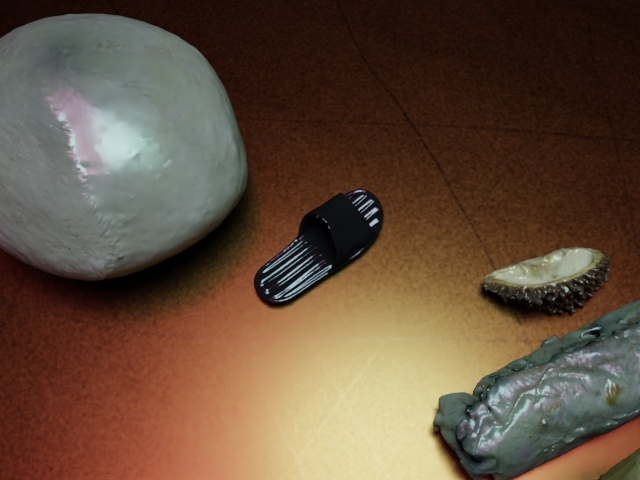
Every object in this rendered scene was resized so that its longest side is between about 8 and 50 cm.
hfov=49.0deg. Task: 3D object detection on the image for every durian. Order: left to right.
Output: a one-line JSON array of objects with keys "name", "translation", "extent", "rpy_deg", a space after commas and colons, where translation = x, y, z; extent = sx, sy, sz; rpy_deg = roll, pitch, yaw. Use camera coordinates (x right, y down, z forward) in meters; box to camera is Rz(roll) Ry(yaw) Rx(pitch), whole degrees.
[{"name": "durian", "translation": [0.219, 0.035, 0.664], "extent": [0.131, 0.052, 0.066], "rpy_deg": [-14, 62, -4]}]

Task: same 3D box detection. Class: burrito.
[{"name": "burrito", "translation": [0.248, 0.116, 0.616], "extent": [0.309, 0.066, 0.096], "rpy_deg": [-22, 70, -8]}]

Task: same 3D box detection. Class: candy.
[{"name": "candy", "translation": [-0.215, -0.100, 0.674], "extent": [0.296, 0.185, 0.295], "rpy_deg": [1, 59, -1]}]

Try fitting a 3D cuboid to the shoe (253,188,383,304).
[{"name": "shoe", "translation": [0.000, 0.000, 0.690], "extent": [0.159, 0.053, 0.062], "rpy_deg": [-40, 66, -13]}]

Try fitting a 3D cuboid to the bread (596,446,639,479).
[{"name": "bread", "translation": [0.277, 0.311, 0.448], "extent": [0.236, 0.183, 0.388], "rpy_deg": [3, 59, 13]}]
